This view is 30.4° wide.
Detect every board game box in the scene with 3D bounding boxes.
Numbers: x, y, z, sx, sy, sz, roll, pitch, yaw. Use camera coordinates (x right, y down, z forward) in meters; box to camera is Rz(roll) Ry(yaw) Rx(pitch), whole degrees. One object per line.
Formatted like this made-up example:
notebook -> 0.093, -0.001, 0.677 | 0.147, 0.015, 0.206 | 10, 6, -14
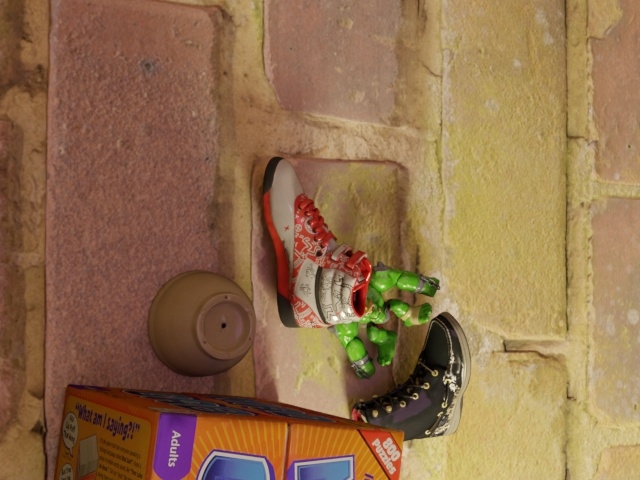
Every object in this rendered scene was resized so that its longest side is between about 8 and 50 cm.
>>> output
board game box -> -0.146, 0.400, 1.596 | 0.356, 0.356, 0.356 | 9, 85, -29

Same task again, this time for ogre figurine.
ogre figurine -> 0.093, 0.120, 1.889 | 0.118, 0.097, 0.197 | 35, 114, -22

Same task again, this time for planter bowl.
planter bowl -> -0.160, 0.125, 1.736 | 0.162, 0.109, 0.162 | 1, 89, -29

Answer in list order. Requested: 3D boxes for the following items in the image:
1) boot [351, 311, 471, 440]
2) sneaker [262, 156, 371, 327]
boot -> 0.144, 0.238, 1.887 | 0.178, 0.085, 0.236 | -15, 124, -26
sneaker -> 0.001, 0.001, 1.799 | 0.090, 0.145, 0.270 | -21, 106, -64
